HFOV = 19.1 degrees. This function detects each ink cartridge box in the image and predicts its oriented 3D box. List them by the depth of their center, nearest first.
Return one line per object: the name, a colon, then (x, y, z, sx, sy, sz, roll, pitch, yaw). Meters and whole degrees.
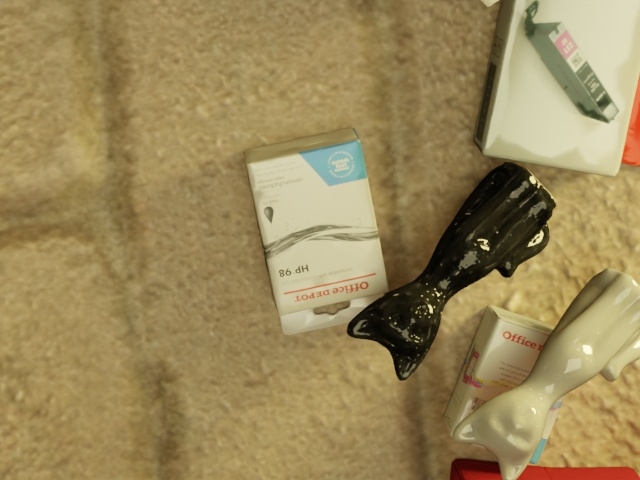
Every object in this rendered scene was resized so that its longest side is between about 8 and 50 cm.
ink cartridge box: (0.279, -0.192, 1.682, 0.239, 0.060, 0.275, 9, 103, -7)
ink cartridge box: (0.000, 0.000, 1.699, 0.104, 0.060, 0.180, -13, 105, -3)
ink cartridge box: (0.177, 0.132, 1.756, 0.089, 0.052, 0.122, 19, 102, -11)

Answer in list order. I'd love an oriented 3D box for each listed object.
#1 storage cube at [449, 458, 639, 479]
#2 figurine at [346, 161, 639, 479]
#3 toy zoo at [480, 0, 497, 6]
storage cube: (0.214, 0.318, 1.735, 0.184, 0.193, 0.215, 3, 103, -7)
figurine: (0.162, 0.078, 1.673, 0.215, 0.092, 0.209, 46, 77, 0)
toy zoo: (0.139, -0.332, 1.582, 0.192, 0.030, 0.293, -45, 107, 5)
